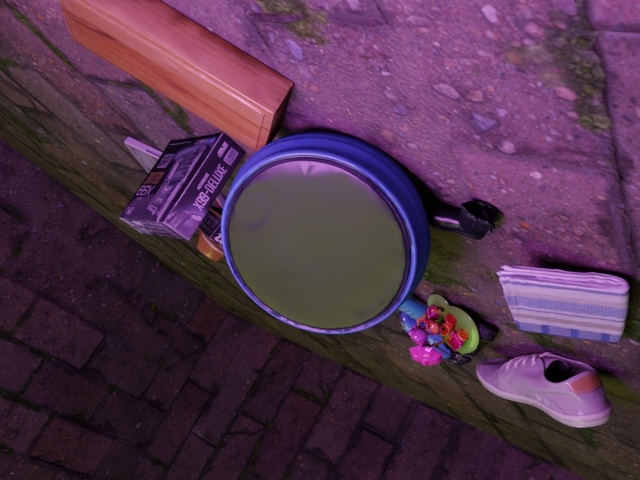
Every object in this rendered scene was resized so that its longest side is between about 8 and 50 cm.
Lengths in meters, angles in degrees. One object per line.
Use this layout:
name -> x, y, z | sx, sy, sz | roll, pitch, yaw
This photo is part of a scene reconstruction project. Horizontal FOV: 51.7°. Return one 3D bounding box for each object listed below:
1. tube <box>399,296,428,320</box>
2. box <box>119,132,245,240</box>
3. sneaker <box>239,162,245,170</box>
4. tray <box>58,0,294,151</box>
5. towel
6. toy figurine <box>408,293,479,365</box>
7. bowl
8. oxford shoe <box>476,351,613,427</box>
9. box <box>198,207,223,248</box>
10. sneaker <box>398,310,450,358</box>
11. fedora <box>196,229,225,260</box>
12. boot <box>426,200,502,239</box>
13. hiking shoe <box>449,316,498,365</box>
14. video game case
tube -> 0.205, 0.154, 1.746 | 0.207, 0.052, 0.080 | 31, 159, -33
box -> -0.332, -0.127, 1.552 | 0.076, 0.242, 0.307 | 39, 163, -30
sneaker -> -0.084, -0.120, 1.429 | 0.086, 0.163, 0.226 | 14, -137, -47
tray -> -0.252, -0.311, 1.147 | 0.411, 0.076, 0.203 | 32, 164, -2
towel -> 0.442, 0.118, 1.196 | 0.209, 0.034, 0.285 | 6, 157, 25
toy figurine -> 0.276, 0.233, 1.623 | 0.173, 0.159, 0.130 | 54, 142, 15
bowl -> 0.000, 0.000, 1.198 | 0.391, 0.077, 0.391 | 8, 119, 15
oxford shoe -> 0.542, 0.336, 1.646 | 0.449, 0.169, 0.130 | -175, 70, -72
box -> -0.243, 0.007, 1.983 | 0.257, 0.079, 0.322 | 39, 176, -23
sneaker -> 0.322, 0.269, 1.955 | 0.209, 0.069, 0.082 | 43, 129, -14
fedora -> -0.356, 0.008, 2.186 | 0.194, 0.079, 0.194 | 40, -167, -11
boot -> 0.244, -0.042, 1.135 | 0.121, 0.045, 0.099 | 21, 166, 7
hiking shoe -> 0.391, 0.275, 1.720 | 0.086, 0.114, 0.227 | 27, 164, 10
video game case -> -0.411, -0.189, 1.902 | 0.285, 0.025, 0.204 | 26, 164, 17
